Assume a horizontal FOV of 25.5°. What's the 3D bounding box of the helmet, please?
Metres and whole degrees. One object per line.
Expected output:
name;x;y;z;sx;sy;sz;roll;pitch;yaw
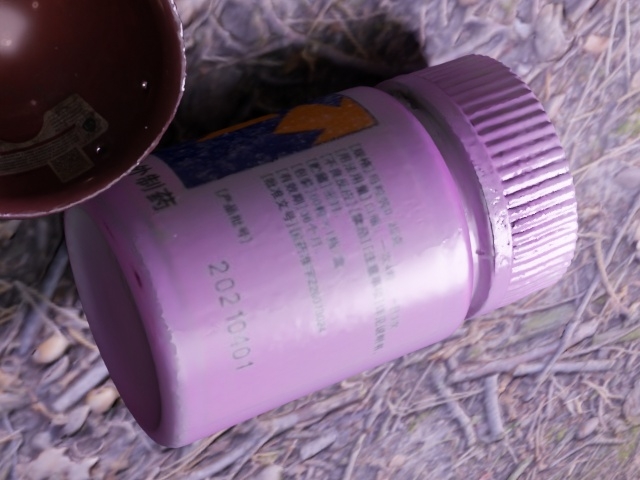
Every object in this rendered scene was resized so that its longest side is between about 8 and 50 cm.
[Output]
helmet;-0.161;-0.109;0.722;0.155;0.106;0.175;-26;138;-17

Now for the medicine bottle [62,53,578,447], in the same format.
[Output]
medicine bottle;0.000;0.000;0.901;0.291;0.178;0.178;-21;139;-20
